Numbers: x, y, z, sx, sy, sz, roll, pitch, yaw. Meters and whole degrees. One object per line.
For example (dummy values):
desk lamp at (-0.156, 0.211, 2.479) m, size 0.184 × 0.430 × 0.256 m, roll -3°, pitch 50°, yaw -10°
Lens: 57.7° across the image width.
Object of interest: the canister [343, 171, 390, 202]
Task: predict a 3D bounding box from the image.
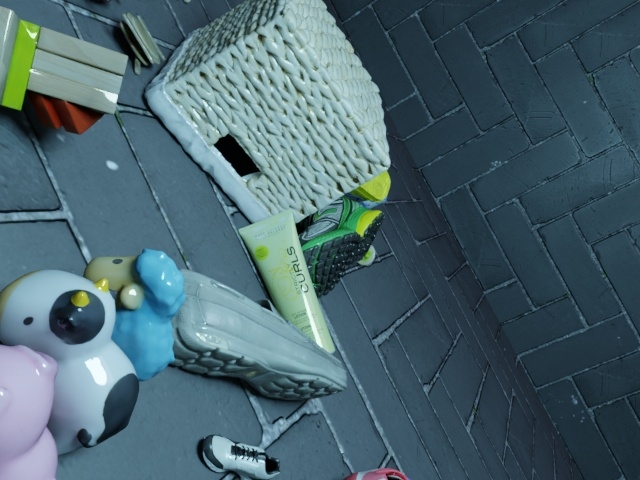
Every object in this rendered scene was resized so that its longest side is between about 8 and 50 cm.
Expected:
canister at (0.046, -0.127, 1.247) m, size 0.126 × 0.170 × 0.073 m, roll 33°, pitch 65°, yaw -35°

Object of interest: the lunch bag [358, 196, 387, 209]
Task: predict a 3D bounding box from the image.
lunch bag at (0.097, -0.196, 1.593) m, size 0.219 × 0.090 × 0.176 m, roll 50°, pitch 22°, yaw -27°

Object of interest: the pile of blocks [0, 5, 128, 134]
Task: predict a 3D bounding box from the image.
pile of blocks at (-0.347, -0.165, 0.521) m, size 0.362 × 0.149 × 0.113 m, roll 10°, pitch 97°, yaw -54°

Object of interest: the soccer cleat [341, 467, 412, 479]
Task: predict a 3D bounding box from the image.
soccer cleat at (0.108, 0.379, 0.861) m, size 0.248 × 0.095 × 0.083 m, roll 33°, pitch 34°, yaw -51°

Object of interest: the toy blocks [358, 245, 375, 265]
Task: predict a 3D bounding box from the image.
toy blocks at (0.061, -0.012, 1.319) m, size 0.148 × 0.054 × 0.123 m, roll 25°, pitch 40°, yaw -58°

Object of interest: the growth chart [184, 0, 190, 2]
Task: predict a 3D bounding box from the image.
growth chart at (-0.339, -0.526, 1.091) m, size 0.172 × 0.021 × 0.237 m, roll 56°, pitch 21°, yaw -13°

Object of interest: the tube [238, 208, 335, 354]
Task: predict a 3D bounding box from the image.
tube at (-0.049, 0.075, 0.920) m, size 0.070 × 0.062 × 0.240 m, roll -12°, pitch 77°, yaw -41°

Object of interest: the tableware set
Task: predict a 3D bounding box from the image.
tableware set at (-0.315, -0.354, 0.895) m, size 0.194 × 0.039 × 0.128 m, roll 60°, pitch 4°, yaw -19°

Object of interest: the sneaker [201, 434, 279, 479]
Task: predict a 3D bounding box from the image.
sneaker at (-0.088, 0.242, 0.652) m, size 0.109 × 0.044 × 0.040 m, roll 42°, pitch 30°, yaw -38°

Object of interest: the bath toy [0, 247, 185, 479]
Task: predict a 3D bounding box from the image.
bath toy at (-0.211, 0.117, 0.403) m, size 0.151 × 0.129 × 0.348 m, roll 57°, pitch 21°, yaw -12°

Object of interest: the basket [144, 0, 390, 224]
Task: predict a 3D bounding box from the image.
basket at (-0.070, -0.247, 1.019) m, size 0.328 × 0.266 × 0.331 m, roll 51°, pitch 24°, yaw -28°

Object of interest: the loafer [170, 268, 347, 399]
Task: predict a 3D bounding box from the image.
loafer at (-0.069, 0.129, 0.745) m, size 0.319 × 0.112 × 0.111 m, roll 37°, pitch 39°, yaw -46°

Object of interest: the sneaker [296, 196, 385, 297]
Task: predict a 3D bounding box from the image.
sneaker at (0.000, 0.000, 1.110) m, size 0.146 × 0.134 × 0.343 m, roll 27°, pitch 24°, yaw 13°
